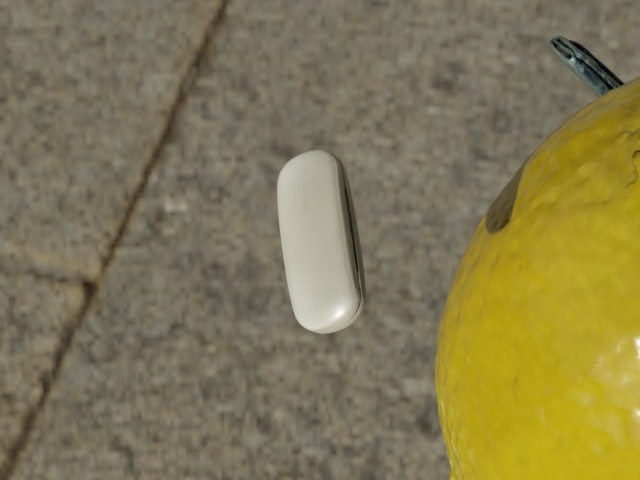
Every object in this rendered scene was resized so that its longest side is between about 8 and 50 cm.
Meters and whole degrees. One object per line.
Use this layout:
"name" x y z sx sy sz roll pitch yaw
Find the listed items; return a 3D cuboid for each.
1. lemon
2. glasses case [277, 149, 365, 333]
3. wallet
"lemon" 0.223 0.061 1.038 0.336 0.336 0.336 1 48 -1
"glasses case" 0.000 0.000 0.834 0.032 0.021 0.083 -20 64 24
"wallet" 0.278 -0.147 1.857 0.026 0.129 0.088 -46 17 6
